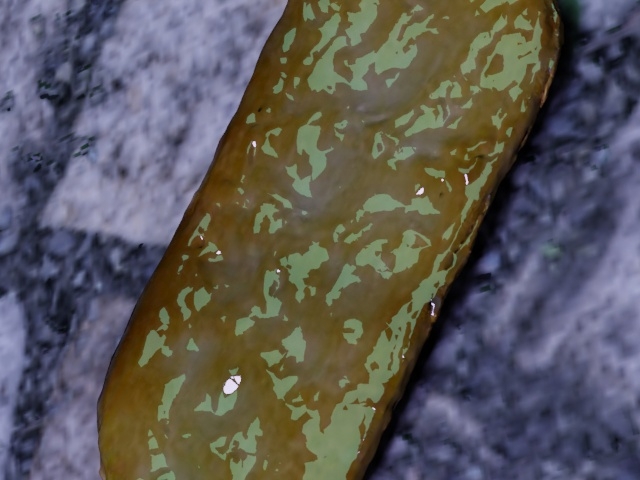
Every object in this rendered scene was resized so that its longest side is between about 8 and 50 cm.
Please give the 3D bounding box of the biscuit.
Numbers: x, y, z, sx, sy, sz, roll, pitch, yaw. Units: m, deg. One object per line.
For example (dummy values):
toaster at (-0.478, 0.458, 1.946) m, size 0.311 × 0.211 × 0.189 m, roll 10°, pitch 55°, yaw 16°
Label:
biscuit at (0.000, 0.000, 0.664) m, size 0.118 × 0.029 × 0.247 m, roll 27°, pitch 90°, yaw 34°
